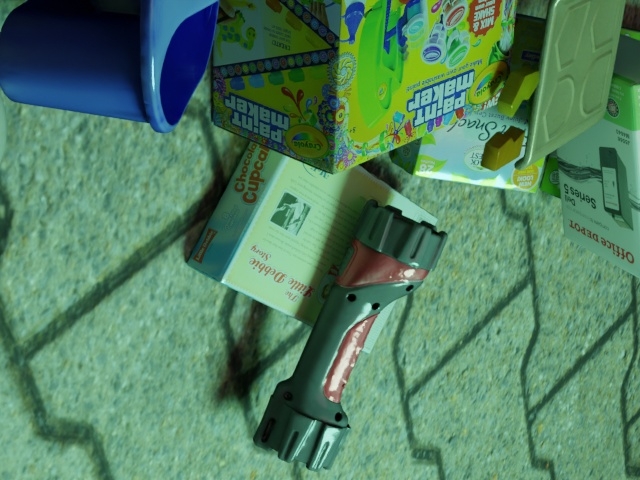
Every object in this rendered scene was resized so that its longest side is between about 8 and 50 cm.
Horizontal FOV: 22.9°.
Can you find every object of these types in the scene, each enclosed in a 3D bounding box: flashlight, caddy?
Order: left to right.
[{"bbox_3d":[-0.142,-0.228,1.283,0.341,0.179,0.241,-76,171,-65],"label":"caddy"},{"bbox_3d":[0.038,0.110,1.767,0.103,0.103,0.304,13,102,-55],"label":"flashlight"}]

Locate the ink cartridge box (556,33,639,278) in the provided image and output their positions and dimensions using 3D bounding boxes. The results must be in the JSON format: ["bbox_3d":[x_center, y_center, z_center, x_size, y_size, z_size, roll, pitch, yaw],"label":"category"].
[{"bbox_3d":[0.403,-0.110,2.046,0.115,0.198,0.273,-17,114,-19],"label":"ink cartridge box"}]

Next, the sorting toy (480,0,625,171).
[{"bbox_3d":[0.267,-0.195,1.794,0.307,0.041,0.229,-30,137,-51],"label":"sorting toy"}]

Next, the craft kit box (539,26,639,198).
[{"bbox_3d":[0.426,-0.177,2.235,0.250,0.061,0.246,0,111,-52],"label":"craft kit box"}]

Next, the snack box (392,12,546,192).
[{"bbox_3d":[0.196,-0.171,1.880,0.174,0.070,0.207,6,106,-24],"label":"snack box"}]

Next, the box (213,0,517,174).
[{"bbox_3d":[0.051,-0.257,1.616,0.290,0.177,0.279,-26,129,-42],"label":"box"}]

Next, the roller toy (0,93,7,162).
[{"bbox_3d":[-0.346,-0.089,1.200,0.191,0.146,0.209,-46,143,-1],"label":"roller toy"}]

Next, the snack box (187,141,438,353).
[{"bbox_3d":[0.000,0.000,1.787,0.322,0.060,0.187,30,86,-54],"label":"snack box"}]
